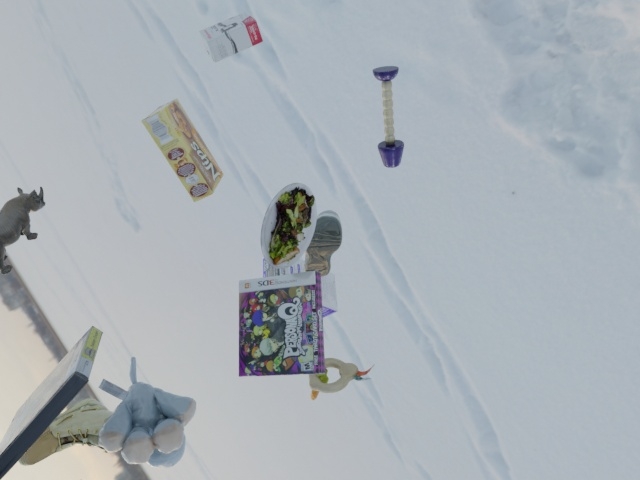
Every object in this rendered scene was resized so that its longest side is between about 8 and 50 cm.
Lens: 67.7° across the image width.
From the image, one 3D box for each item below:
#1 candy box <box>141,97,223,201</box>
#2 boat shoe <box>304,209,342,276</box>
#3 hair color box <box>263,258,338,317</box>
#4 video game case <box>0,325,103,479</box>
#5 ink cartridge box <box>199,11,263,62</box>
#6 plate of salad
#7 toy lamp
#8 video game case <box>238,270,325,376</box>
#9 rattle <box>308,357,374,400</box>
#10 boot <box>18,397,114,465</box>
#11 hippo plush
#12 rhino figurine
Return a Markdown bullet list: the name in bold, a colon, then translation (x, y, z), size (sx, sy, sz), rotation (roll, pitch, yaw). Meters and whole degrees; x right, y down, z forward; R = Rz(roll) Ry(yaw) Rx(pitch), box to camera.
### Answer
- **candy box**: translation (-0.466, -0.313, 1.650), size (0.183, 0.087, 0.317), rotation (-86, -29, -61)
- **boat shoe**: translation (0.002, 0.001, 1.542), size (0.321, 0.118, 0.103), rotation (98, 174, -55)
- **hair color box**: translation (-0.081, 0.188, 1.991), size (0.110, 0.338, 0.185), rotation (-29, 50, 33)
- **video game case**: translation (-0.592, 0.342, 1.040), size (0.035, 0.275, 0.248), rotation (42, 177, -22)
- **ink cartridge box**: translation (-0.252, -0.569, 1.332), size (0.109, 0.150, 0.063), rotation (56, 170, 45)
- **plate of salad**: translation (-0.060, -0.029, 1.072), size (0.048, 0.200, 0.200), rotation (18, 133, 33)
- **toy lamp**: translation (0.193, -0.338, 1.335), size (0.080, 0.080, 0.275), rotation (26, 135, 43)
- **video game case**: translation (-0.094, 0.196, 1.114), size (0.210, 0.042, 0.232), rotation (-8, 74, 22)
- **rattle**: translation (0.066, 0.439, 1.450), size (0.130, 0.199, 0.143), rotation (-99, 5, -75)
- **boot**: translation (-0.698, 0.571, 1.380), size (0.203, 0.262, 0.095), rotation (8, 108, 27)
- **hippo plush**: translation (-0.495, 0.536, 1.323), size (0.294, 0.234, 0.237), rotation (24, 126, 20)
- **rhino figurine**: translation (-0.758, -0.045, 1.187), size (0.073, 0.243, 0.106), rotation (6, 144, 15)
